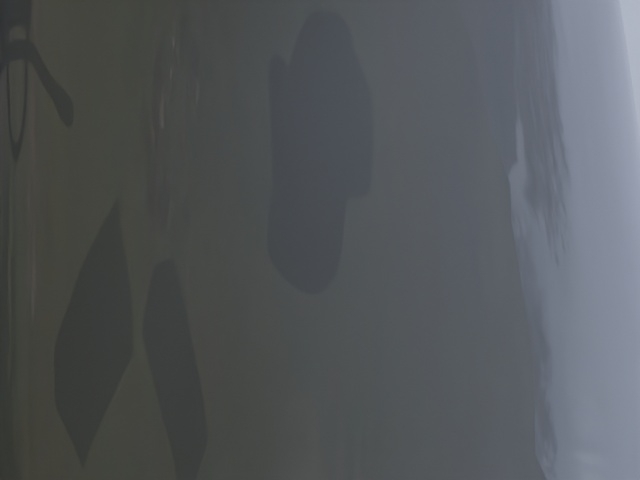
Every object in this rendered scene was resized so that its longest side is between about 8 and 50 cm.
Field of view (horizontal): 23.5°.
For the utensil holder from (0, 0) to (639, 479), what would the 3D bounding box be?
[{"bbox_3d":[0.000,0.000,0.738,0.327,0.327,0.386,-24,-121,37],"label":"utensil holder"}]
